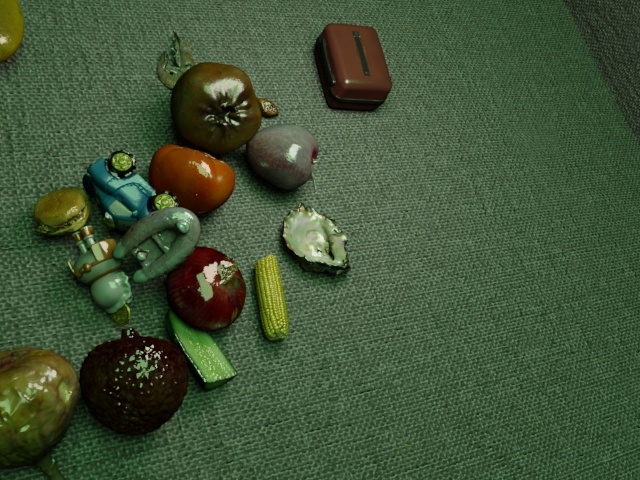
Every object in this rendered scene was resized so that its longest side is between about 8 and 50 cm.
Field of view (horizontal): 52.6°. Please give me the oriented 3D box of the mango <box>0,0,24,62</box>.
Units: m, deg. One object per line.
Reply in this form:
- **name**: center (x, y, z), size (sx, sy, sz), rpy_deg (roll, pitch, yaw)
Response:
- **mango**: center (-0.986, -0.664, 1.838), size (0.253, 0.182, 0.365), rpy_deg (-24, 76, -32)

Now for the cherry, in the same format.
- **cherry**: center (-0.107, -0.264, 2.027), size (0.266, 0.183, 0.213), rpy_deg (24, 48, -7)

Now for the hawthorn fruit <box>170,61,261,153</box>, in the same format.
- **hawthorn fruit**: center (-0.327, -0.411, 1.964), size (0.267, 0.301, 0.268), rpy_deg (-12, 116, -27)

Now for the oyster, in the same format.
- **oyster**: center (-0.004, 0.003, 2.004), size (0.259, 0.092, 0.198), rpy_deg (32, 57, 4)

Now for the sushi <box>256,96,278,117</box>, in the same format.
- **sushi**: center (-0.183, -0.442, 2.167), size (0.099, 0.047, 0.050), rpy_deg (41, 67, -20)

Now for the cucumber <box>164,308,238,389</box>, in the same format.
- **cucumber**: center (-0.336, 0.287, 1.722), size (0.244, 0.063, 0.115), rpy_deg (54, 33, 14)

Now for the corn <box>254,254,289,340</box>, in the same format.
- **corn**: center (-0.142, 0.164, 1.863), size (0.081, 0.081, 0.248), rpy_deg (-2, 67, -24)

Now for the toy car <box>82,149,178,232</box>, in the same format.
- **toy car**: center (-0.512, -0.089, 1.763), size (0.314, 0.198, 0.166), rpy_deg (44, 65, 1)

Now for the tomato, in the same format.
- **tomato**: center (-0.370, -0.172, 1.850), size (0.259, 0.260, 0.180), rpy_deg (16, 93, -16)

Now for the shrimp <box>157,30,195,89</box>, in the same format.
- **shrimp**: center (-0.474, -0.583, 2.111), size (0.126, 0.047, 0.223), rpy_deg (-9, 71, -17)

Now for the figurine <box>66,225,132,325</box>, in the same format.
- **figurine**: center (-0.567, 0.092, 1.680), size (0.143, 0.143, 0.271), rpy_deg (-11, 69, -28)

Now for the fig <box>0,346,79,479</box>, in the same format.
- **fig**: center (-0.654, 0.430, 1.434), size (0.286, 0.286, 0.369), rpy_deg (-24, 102, -31)

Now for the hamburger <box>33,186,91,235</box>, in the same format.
- **hamburger**: center (-0.685, -0.077, 1.713), size (0.138, 0.083, 0.147), rpy_deg (-13, 40, 8)

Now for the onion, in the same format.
- **onion**: center (-0.306, 0.123, 1.757), size (0.248, 0.161, 0.248), rpy_deg (12, 52, -16)

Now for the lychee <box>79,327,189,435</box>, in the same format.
- **lychee**: center (-0.438, 0.336, 1.541), size (0.260, 0.260, 0.261), rpy_deg (10, 62, -19)

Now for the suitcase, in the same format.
- **suitcase**: center (0.113, -0.620, 2.316), size (0.236, 0.161, 0.297), rpy_deg (-3, 68, -24)

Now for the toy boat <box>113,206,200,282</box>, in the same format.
- **toy boat**: center (-0.408, 0.007, 1.650), size (0.227, 0.085, 0.155), rpy_deg (-36, 101, -6)
